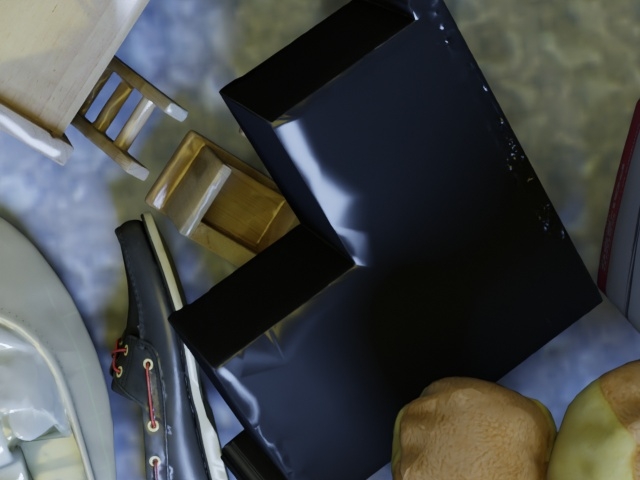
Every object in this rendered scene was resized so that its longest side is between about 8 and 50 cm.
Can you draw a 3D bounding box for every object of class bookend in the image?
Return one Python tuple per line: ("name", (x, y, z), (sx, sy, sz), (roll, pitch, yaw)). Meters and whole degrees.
("bookend", (0.000, 0.000, 0.605), (0.157, 0.072, 0.156), (-37, 116, -8))

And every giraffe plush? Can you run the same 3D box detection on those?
("giraffe plush", (0.079, 0.158, 0.532), (0.181, 0.210, 0.170), (31, 56, -24))

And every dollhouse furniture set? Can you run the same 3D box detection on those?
("dollhouse furniture set", (-0.045, -0.106, 0.657), (0.161, 0.101, 0.182), (32, 95, -22))

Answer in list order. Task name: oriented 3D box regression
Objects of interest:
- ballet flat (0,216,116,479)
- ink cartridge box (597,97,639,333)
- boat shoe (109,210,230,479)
("ballet flat", (-0.123, 0.105, 0.662), (0.086, 0.086, 0.248), (-19, 91, 5))
("ink cartridge box", (0.191, 0.004, 0.562), (0.159, 0.218, 0.092), (14, 93, 4))
("boat shoe", (-0.069, 0.055, 0.670), (0.042, 0.049, 0.133), (-12, 97, -3))
